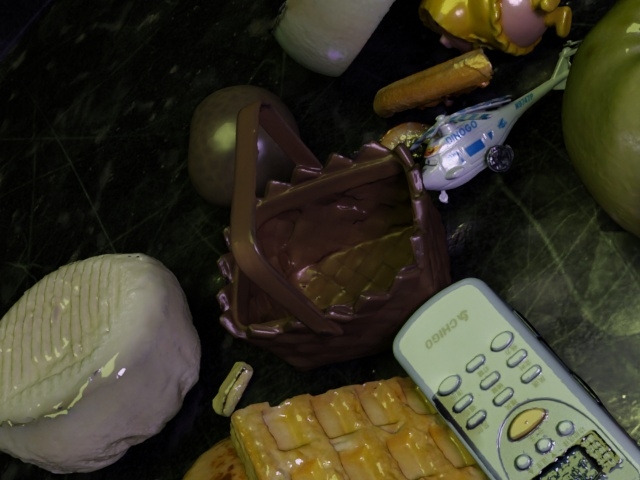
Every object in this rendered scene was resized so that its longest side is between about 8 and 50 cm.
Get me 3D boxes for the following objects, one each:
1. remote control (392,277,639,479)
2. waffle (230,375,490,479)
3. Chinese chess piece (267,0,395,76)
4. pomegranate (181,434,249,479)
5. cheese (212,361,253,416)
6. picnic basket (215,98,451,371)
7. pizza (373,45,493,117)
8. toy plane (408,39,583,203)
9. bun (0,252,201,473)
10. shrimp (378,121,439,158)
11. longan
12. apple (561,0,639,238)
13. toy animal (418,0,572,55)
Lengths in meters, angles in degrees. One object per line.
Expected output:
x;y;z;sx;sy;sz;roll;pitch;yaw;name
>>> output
0.205;0.173;0.788;0.140;0.056;0.296;-40;61;4;remote control
0.050;0.235;0.805;0.168;0.274;0.057;55;141;42;waffle
0.055;-0.435;1.193;0.349;0.146;0.349;-56;11;16;Chinese chess piece
-0.072;0.334;0.859;0.215;0.215;0.215;-20;51;27;pomegranate
-0.131;0.216;1.096;0.083;0.030;0.044;-62;24;-5;cheese
0.000;0.000;0.936;0.291;0.321;0.254;-20;48;24;picnic basket
0.163;-0.222;1.088;0.271;0.134;0.056;-10;94;52;pizza
0.240;-0.159;1.028;0.273;0.107;0.182;-36;12;-18;toy plane
-0.349;0.197;1.159;0.360;0.211;0.359;-16;47;18;bun
0.126;-0.099;1.104;0.124;0.034;0.178;4;62;32;shrimp
-0.125;-0.153;1.229;0.198;0.198;0.212;-23;51;25;longan
0.390;-0.160;0.769;0.295;0.258;0.233;-33;44;18;apple
0.249;-0.338;1.080;0.230;0.156;0.156;26;80;42;toy animal
